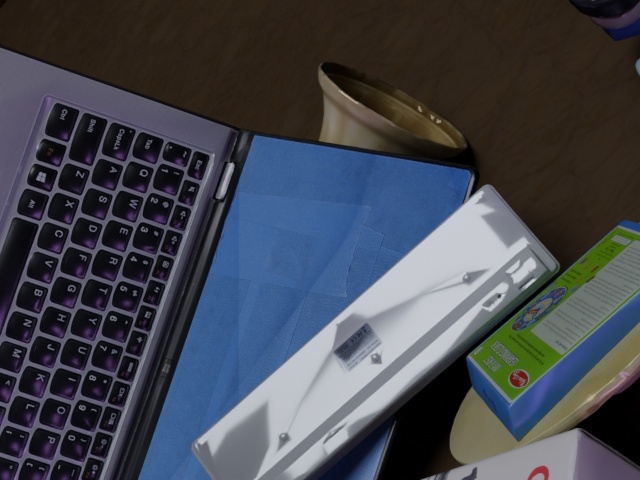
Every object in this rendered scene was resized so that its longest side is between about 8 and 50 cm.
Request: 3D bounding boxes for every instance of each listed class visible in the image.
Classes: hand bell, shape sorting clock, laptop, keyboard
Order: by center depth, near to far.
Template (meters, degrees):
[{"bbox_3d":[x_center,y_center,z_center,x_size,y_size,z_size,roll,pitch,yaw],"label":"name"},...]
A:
[{"bbox_3d":[0.150,0.051,0.802,0.206,0.040,0.206,-40,7,6],"label":"shape sorting clock"},{"bbox_3d":[0.030,0.074,0.897,0.256,0.014,0.072,-42,62,9],"label":"keyboard"},{"bbox_3d":[-0.161,0.072,0.988,0.236,0.408,0.382,154,135,-84],"label":"laptop"},{"bbox_3d":[0.000,0.000,1.105,0.242,0.126,0.126,-61,26,17],"label":"hand bell"}]

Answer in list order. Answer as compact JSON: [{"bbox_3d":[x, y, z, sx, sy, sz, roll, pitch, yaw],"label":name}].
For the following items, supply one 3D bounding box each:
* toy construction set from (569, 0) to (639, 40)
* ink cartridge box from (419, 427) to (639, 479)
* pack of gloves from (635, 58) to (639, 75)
[{"bbox_3d":[0.190,-0.317,0.933,0.237,0.309,0.257,-37,34,14],"label":"toy construction set"},{"bbox_3d":[0.066,0.216,0.737,0.237,0.100,0.172,-28,38,40],"label":"ink cartridge box"},{"bbox_3d":[0.288,-0.131,0.851,0.195,0.046,0.232,-47,19,17],"label":"pack of gloves"}]
